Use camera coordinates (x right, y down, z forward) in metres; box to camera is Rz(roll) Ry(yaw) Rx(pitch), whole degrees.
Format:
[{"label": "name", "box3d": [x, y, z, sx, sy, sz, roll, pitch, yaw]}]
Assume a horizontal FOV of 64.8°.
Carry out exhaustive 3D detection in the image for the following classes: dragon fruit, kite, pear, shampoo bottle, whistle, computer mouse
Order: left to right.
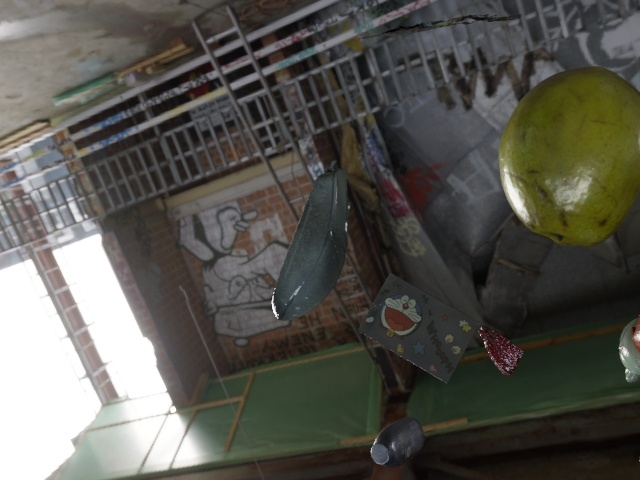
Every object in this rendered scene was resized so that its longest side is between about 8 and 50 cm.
[{"label": "computer mouse", "box3d": [0.005, 0.003, 0.664, 0.068, 0.229, 0.113, 19, 171, 8]}, {"label": "shampoo bottle", "box3d": [0.180, 0.462, 1.152, 0.049, 0.087, 0.234, -21, 163, 24]}, {"label": "kite", "box3d": [0.204, -0.383, 0.900, 0.152, 0.015, 0.285, -23, -154, -37]}, {"label": "dragon fruit", "box3d": [0.482, 0.283, 1.352, 0.131, 0.097, 0.063, 39, -143, 26]}, {"label": "pear", "box3d": [0.444, -0.146, 0.890, 0.253, 0.307, 0.253, 13, 178, 0]}, {"label": "whistle", "box3d": [0.528, 0.145, 0.765, 0.106, 0.101, 0.253, 1, 150, 1]}]

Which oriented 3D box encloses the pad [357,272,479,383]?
[{"label": "pad", "box3d": [0.237, 0.207, 1.221, 0.170, 0.246, 0.006, -59, 167, -6]}]
